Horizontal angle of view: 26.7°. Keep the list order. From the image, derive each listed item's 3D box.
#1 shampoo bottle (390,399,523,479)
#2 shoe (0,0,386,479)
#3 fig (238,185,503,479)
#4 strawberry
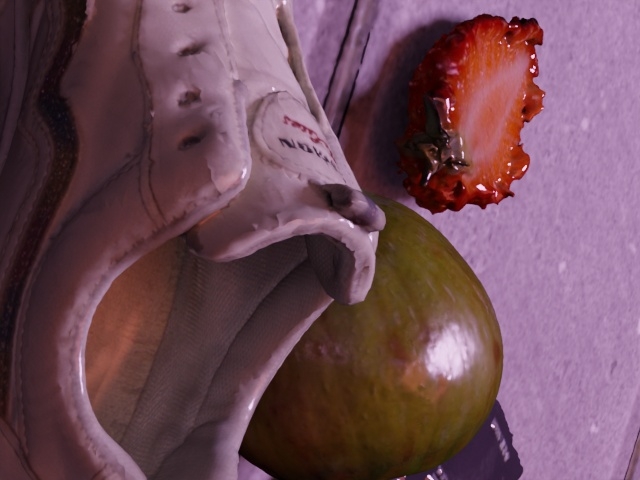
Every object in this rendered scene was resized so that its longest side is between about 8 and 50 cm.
[{"bbox_3d":[-0.011,0.195,0.730,0.309,0.071,0.098,-43,134,-26],"label":"shampoo bottle"},{"bbox_3d":[-0.048,-0.041,0.501,0.132,0.210,0.342,27,83,-48],"label":"shoe"},{"bbox_3d":[0.000,0.000,0.661,0.149,0.149,0.245,-22,99,-41],"label":"fig"},{"bbox_3d":[0.083,-0.074,0.756,0.152,0.048,0.104,-46,127,-48],"label":"strawberry"}]
